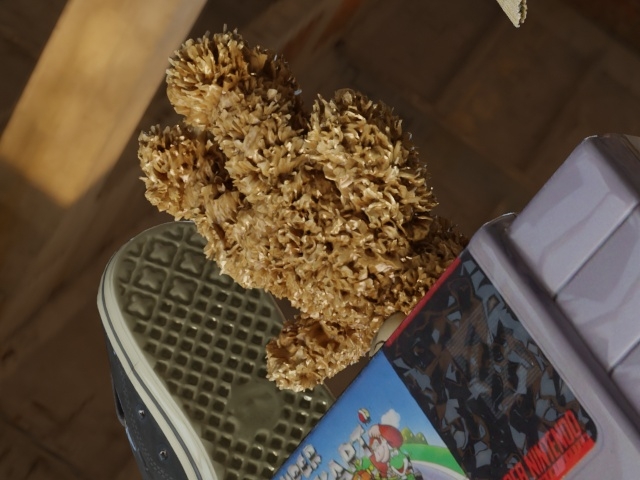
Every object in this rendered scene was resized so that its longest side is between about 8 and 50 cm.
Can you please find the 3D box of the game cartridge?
[{"bbox_3d":[0.075,0.153,0.639,0.068,0.355,0.230,-9,-126,-48],"label":"game cartridge"}]

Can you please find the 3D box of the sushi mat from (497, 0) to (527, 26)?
[{"bbox_3d":[0.130,-0.378,1.652,0.019,0.151,0.316,-32,-108,-5],"label":"sushi mat"}]

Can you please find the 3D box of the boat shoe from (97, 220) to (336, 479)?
[{"bbox_3d":[-0.040,0.220,1.250,0.187,0.156,0.500,-21,-111,-21],"label":"boat shoe"}]

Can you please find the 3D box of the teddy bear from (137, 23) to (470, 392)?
[{"bbox_3d":[0.000,0.000,1.065,0.338,0.245,0.113,52,-142,5],"label":"teddy bear"}]
